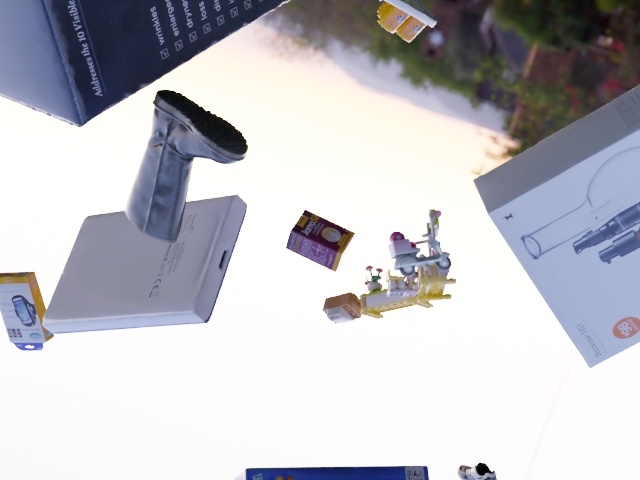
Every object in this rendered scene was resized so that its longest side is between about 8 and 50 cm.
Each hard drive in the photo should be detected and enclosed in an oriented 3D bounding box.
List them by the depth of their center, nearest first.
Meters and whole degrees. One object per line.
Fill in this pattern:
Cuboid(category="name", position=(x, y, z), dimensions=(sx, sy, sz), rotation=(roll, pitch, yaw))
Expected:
Cuboid(category="hard drive", position=(-0.272, 0.039, 1.933), dimensions=(0.319, 0.210, 0.040), rotation=(-6, 144, 35))

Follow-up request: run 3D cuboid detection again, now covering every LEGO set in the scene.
Cuboid(category="LEGO set", position=(0.105, 0.033, 1.714), dimensions=(0.132, 0.107, 0.287), rotation=(3, 162, -21))

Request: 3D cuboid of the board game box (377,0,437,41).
Cuboid(category="board game box", position=(-0.065, -0.421, 1.546), dimensions=(0.390, 0.050, 0.390), rotation=(51, -160, 24))

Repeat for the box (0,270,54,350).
Cuboid(category="box", position=(-0.490, 0.117, 2.076), dimensions=(0.081, 0.136, 0.028), rotation=(-2, -157, 29))

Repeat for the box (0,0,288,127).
Cuboid(category="box", position=(-0.316, -0.501, 1.834), dimensions=(0.297, 0.479, 0.472), rotation=(20, -135, 37))

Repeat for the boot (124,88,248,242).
Cuboid(category="boot", position=(-0.194, -0.085, 1.765), dimensions=(0.076, 0.208, 0.190), rotation=(-6, -144, -46))

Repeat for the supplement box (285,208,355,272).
Cuboid(category="supplement box", position=(0.000, 0.000, 1.816), dimensions=(0.083, 0.043, 0.055), rotation=(25, -134, 7))

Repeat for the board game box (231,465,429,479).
Cuboid(category="board game box", position=(-0.028, 0.370, 1.630), dimensions=(0.233, 0.078, 0.347), rotation=(3, 156, -19))

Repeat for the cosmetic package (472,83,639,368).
Cuboid(category="cosmetic package", position=(0.435, -0.011, 1.842), dimensions=(0.377, 0.284, 0.097), rotation=(51, -163, -35))

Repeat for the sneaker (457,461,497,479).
Cuboid(category="sneaker", position=(0.219, 0.320, 1.734), dimensions=(0.032, 0.036, 0.083), rotation=(-14, -164, -28))
